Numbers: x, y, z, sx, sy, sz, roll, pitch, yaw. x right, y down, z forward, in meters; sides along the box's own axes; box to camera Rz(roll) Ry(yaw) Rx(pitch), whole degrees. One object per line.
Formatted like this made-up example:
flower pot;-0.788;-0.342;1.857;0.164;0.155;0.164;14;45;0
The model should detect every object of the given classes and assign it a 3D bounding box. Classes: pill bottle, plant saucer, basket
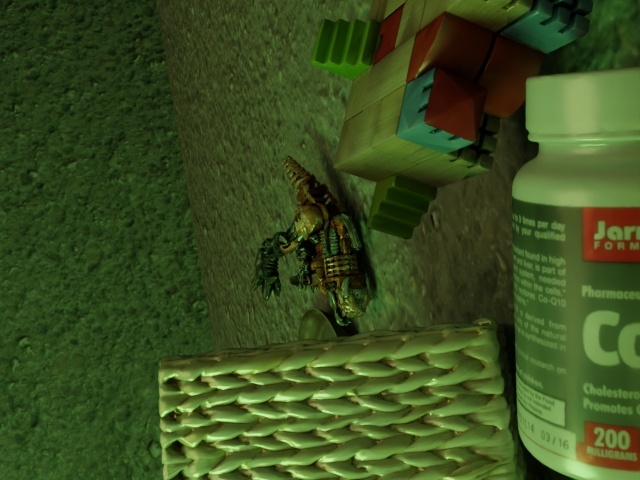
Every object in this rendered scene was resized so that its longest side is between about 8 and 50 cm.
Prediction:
pill bottle;0.224;0.018;0.570;0.161;0.161;0.283;-157;62;-69
plant saucer;0.027;0.274;1.427;0.310;0.050;0.310;173;90;-72
basket;0.042;0.229;0.777;0.328;0.332;0.266;27;-125;-74

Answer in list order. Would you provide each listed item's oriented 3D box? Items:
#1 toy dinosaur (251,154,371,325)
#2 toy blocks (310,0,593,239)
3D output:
toy dinosaur;0.000;0.000;1.327;0.218;0.164;0.321;-51;29;46
toy blocks;0.132;-0.207;0.692;0.261;0.191;0.381;166;120;-69
